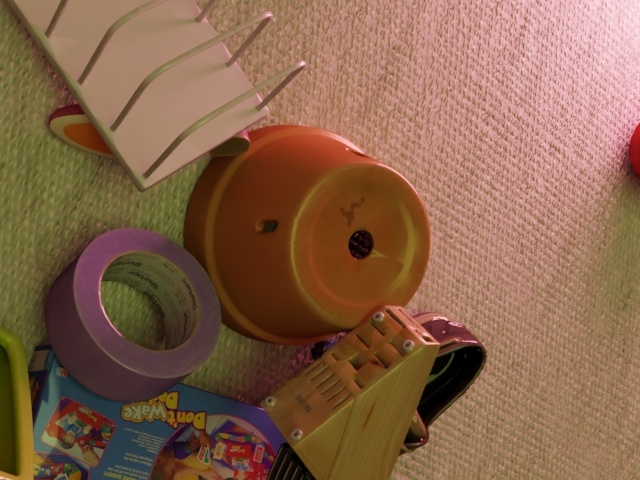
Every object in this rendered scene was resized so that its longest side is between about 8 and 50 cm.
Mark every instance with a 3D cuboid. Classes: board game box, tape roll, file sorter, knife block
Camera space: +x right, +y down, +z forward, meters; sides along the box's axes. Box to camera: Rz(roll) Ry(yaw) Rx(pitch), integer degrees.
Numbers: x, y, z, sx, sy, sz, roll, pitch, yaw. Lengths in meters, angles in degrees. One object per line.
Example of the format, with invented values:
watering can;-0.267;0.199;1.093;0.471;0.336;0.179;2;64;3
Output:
board game box;-0.204;0.286;1.225;0.347;0.078;0.234;23;70;-29
tape roll;-0.215;0.085;1.178;0.189;0.080;0.189;23;49;-30
file sorter;-0.179;-0.238;1.117;0.192;0.173;0.278;-36;91;-30
knife block;0.045;0.243;1.222;0.275;0.088;0.242;-38;132;-7

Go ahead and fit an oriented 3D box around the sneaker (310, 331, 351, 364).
sneaker;0.032;0.143;1.385;0.152;0.084;0.058;-63;143;-50

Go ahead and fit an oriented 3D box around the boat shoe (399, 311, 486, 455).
boat shoe;0.083;0.226;1.377;0.355;0.130;0.132;-43;112;-20

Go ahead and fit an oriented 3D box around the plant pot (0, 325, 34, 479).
plant pot;-0.439;0.187;0.999;0.207;0.227;0.228;-42;128;16

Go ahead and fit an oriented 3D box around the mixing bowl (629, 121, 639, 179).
mixing bowl;0.566;-0.145;1.640;0.181;0.098;0.182;-2;94;-29

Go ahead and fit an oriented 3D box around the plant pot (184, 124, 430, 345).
plant pot;0.000;0.000;1.273;0.290;0.203;0.291;-3;96;-29

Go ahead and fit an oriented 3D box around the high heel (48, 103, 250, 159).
high heel;-0.204;-0.165;1.236;0.244;0.082;0.117;-2;55;-13
